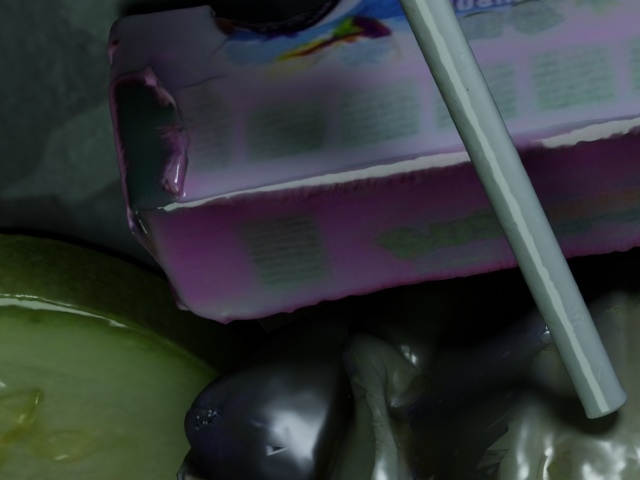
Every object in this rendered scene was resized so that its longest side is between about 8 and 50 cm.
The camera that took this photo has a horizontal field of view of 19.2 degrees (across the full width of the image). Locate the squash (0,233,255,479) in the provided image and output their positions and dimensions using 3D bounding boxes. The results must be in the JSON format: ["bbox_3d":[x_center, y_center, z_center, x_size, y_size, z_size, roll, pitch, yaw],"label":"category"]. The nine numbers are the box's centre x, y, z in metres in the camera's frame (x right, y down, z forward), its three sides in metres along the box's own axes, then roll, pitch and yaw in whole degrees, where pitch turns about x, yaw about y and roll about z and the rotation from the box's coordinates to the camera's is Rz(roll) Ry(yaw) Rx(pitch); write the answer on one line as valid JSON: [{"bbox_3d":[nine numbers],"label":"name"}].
[{"bbox_3d":[-0.135,0.106,0.848,0.252,0.049,0.252,1,128,1],"label":"squash"}]

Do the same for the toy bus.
[{"bbox_3d":[0.058,-0.049,0.681,0.274,0.112,0.090,-11,135,11],"label":"toy bus"}]

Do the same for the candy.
[{"bbox_3d":[0.020,-0.107,0.573,0.124,0.124,0.365,-22,104,19],"label":"candy"}]

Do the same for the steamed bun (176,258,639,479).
[{"bbox_3d":[0.063,0.118,0.715,0.275,0.320,0.206,-5,118,51],"label":"steamed bun"}]

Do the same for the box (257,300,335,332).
[{"bbox_3d":[0.000,0.000,0.773,0.083,0.024,0.053,-23,124,18],"label":"box"}]
